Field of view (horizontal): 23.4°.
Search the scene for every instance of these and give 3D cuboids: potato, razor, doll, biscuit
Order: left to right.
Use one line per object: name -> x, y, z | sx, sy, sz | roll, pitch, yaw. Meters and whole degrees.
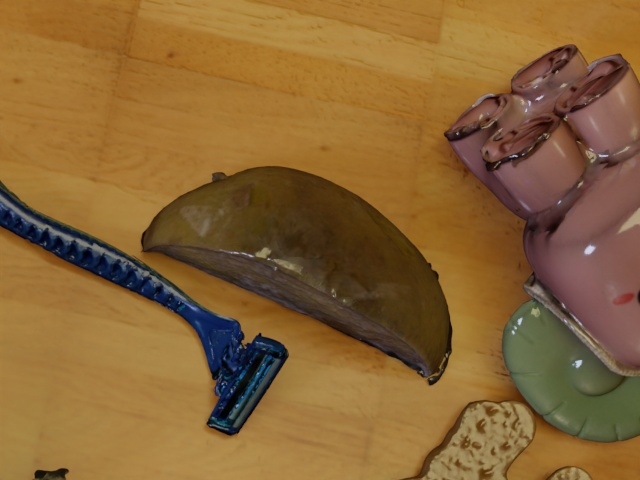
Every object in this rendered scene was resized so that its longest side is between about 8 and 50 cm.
razor -> -0.172, 0.020, 1.175 | 0.324, 0.093, 0.056 | 34, 33, 4
potato -> 0.002, 0.000, 1.178 | 0.261, 0.100, 0.120 | 23, 74, -3
biscuit -> 0.101, 0.233, 1.169 | 0.236, 0.040, 0.144 | -42, 79, -15
doll -> 0.242, -0.004, 1.196 | 0.284, 0.216, 0.268 | -35, 108, -1

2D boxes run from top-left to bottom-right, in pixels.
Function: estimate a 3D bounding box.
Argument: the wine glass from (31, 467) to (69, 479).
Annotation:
wine glass -> -0.181, 0.288, 1.062 | 0.126, 0.126, 0.241 | -24, 78, -14
